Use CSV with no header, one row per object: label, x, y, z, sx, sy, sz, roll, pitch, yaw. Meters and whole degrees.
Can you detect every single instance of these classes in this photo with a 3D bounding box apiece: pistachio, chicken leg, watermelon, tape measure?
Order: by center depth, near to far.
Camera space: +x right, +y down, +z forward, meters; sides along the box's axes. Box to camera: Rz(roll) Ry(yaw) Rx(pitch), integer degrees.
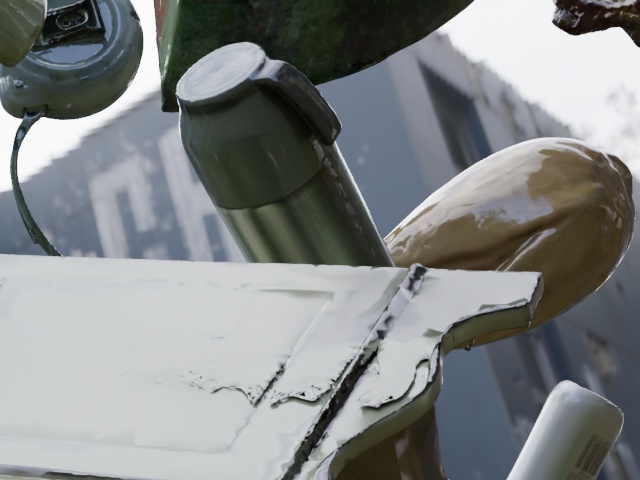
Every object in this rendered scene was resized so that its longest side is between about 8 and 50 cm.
watermelon,-0.062,-0.250,1.208,0.292,0.283,0.250,-2,26,35
tape measure,-0.215,-0.112,1.567,0.164,0.330,0.084,-19,-21,-9
pistachio,0.182,0.001,1.636,0.293,0.162,0.181,-32,1,-21
chicken leg,0.383,-0.182,1.645,0.322,0.083,0.177,24,-20,-21

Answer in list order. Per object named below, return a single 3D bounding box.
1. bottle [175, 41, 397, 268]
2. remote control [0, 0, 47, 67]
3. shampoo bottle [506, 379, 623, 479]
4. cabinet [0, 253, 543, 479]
bottle,0.000,0.000,1.020,0.096,0.079,0.254,-4,-52,34
remote control,-0.318,-0.228,1.359,0.233,0.098,0.038,35,-60,-20
shampoo bottle,0.152,0.212,1.278,0.221,0.051,0.108,-62,-25,-3
cabinet,-0.060,0.174,0.789,0.318,0.227,0.290,2,-63,21
